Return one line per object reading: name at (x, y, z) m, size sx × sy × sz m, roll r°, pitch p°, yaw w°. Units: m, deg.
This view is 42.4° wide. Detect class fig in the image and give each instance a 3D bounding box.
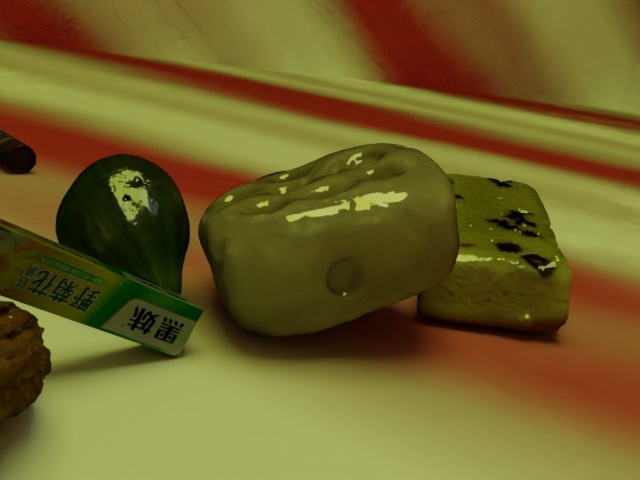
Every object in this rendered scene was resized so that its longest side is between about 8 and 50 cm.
fig at (-0.155, 0.008, 0.682) m, size 0.117 × 0.117 × 0.177 m, roll -1°, pitch 41°, yaw -29°

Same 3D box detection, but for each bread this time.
bread at (0.181, 0.000, 0.896) m, size 0.138 × 0.077 × 0.361 m, roll 9°, pitch 17°, yaw 6°

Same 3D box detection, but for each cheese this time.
cheese at (0.000, 0.000, 0.694) m, size 0.235 × 0.117 × 0.218 m, roll -3°, pitch 20°, yaw 43°

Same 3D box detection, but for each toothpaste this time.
toothpaste at (-0.160, 0.033, 0.562) m, size 0.037 × 0.043 × 0.178 m, roll 25°, pitch -4°, yaw 45°

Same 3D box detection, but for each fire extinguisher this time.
fire extinguisher at (-0.414, -0.120, 1.076) m, size 0.056 × 0.039 × 0.132 m, roll 5°, pitch 15°, yaw -43°

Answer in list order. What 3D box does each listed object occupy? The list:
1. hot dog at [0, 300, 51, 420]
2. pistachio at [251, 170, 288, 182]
hot dog at (-0.242, 0.067, 0.420) m, size 0.175 × 0.114 × 0.259 m, roll 11°, pitch 18°, yaw 4°
pistachio at (-0.039, -0.063, 1.045) m, size 0.173 × 0.049 × 0.089 m, roll -5°, pitch 21°, yaw -38°
